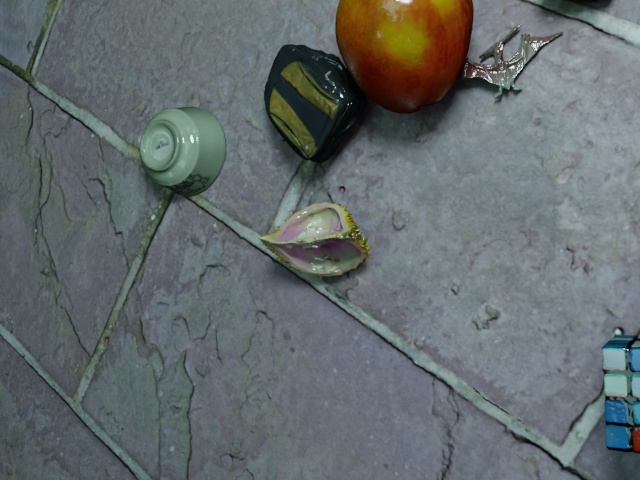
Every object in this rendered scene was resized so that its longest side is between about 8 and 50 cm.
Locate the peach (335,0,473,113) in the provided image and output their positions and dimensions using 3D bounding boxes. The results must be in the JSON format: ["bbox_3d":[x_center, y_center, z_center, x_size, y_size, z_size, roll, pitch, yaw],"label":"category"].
[{"bbox_3d":[0.142,-0.365,1.143,0.238,0.281,0.281,-29,70,-19],"label":"peach"}]

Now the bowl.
[{"bbox_3d":[-0.329,-0.207,1.484,0.211,0.112,0.211,1,91,29],"label":"bowl"}]

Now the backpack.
[{"bbox_3d":[-0.025,-0.285,1.306,0.258,0.133,0.206,49,120,28],"label":"backpack"}]

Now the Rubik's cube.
[{"bbox_3d":[0.509,0.224,0.969,0.151,0.154,0.155,-2,88,30],"label":"Rubik's cube"}]

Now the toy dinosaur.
[{"bbox_3d":[0.321,-0.310,1.156,0.220,0.032,0.108,-19,76,19],"label":"toy dinosaur"}]

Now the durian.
[{"bbox_3d":[-0.001,0.002,1.281,0.182,0.132,0.165,-37,80,20],"label":"durian"}]
